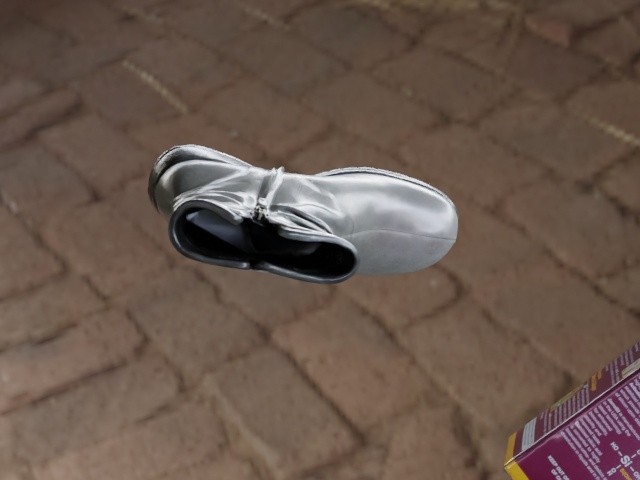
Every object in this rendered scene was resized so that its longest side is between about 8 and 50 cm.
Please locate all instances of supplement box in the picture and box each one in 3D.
[{"bbox_3d":[0.248,0.150,1.404,0.188,0.081,0.104,-38,1,11],"label":"supplement box"}]

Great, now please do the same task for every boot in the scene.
[{"bbox_3d":[0.000,0.000,1.216,0.247,0.083,0.161,8,15,-18],"label":"boot"}]
